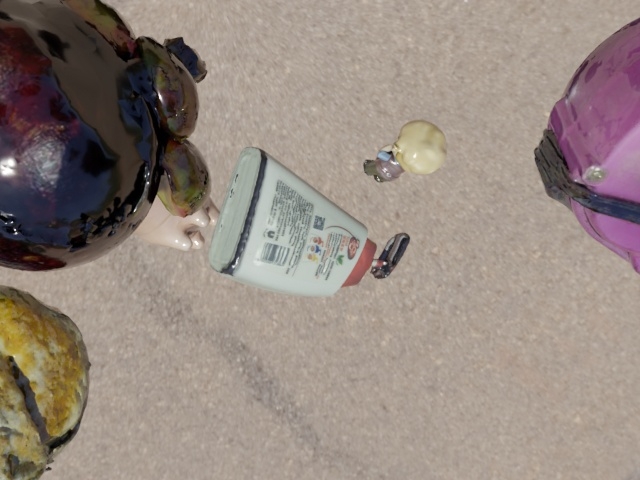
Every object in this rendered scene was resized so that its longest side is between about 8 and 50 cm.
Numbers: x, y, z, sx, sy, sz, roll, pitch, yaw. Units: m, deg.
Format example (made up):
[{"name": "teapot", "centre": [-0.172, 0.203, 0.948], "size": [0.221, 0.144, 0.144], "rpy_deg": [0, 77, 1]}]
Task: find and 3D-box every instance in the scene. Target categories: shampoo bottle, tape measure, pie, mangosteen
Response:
[{"name": "shampoo bottle", "centre": [0.000, 0.000, 0.904], "size": [0.284, 0.071, 0.153], "rpy_deg": [18, 89, -44]}, {"name": "tape measure", "centre": [0.168, -0.042, 0.326], "size": [0.125, 0.074, 0.118], "rpy_deg": [24, 130, -30]}, {"name": "pie", "centre": [-0.483, 0.231, 1.097], "size": [0.077, 0.339, 0.339], "rpy_deg": [-10, 116, 29]}, {"name": "mangosteen", "centre": [-0.369, -0.145, 1.022], "size": [0.422, 0.381, 0.380], "rpy_deg": [-14, 118, -43]}]

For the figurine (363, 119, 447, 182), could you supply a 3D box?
[{"name": "figurine", "centre": [0.174, -0.174, 1.491], "size": [0.114, 0.196, 0.108], "rpy_deg": [36, 61, -20]}]

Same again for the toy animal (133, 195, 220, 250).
[{"name": "toy animal", "centre": [-0.339, -0.092, 1.453], "size": [0.269, 0.326, 0.237], "rpy_deg": [31, 85, 4]}]
